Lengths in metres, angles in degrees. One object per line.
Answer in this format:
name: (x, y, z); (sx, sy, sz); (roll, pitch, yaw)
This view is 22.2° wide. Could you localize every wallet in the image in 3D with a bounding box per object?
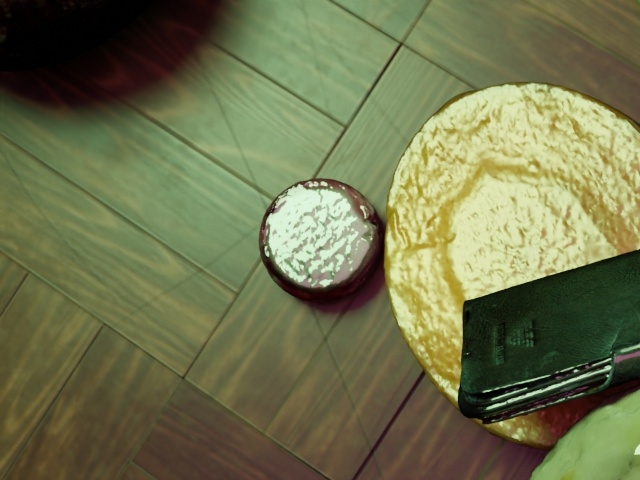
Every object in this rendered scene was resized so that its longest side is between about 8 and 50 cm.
wallet: (0.244, 0.039, 1.121); (0.318, 0.172, 0.045); (-17, 107, 14)

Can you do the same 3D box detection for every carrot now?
carrot: (0.182, 0.017, 1.279); (0.258, 0.100, 0.307); (-31, 70, 8)

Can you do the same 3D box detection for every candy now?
candy: (0.000, 0.000, 1.334); (0.103, 0.043, 0.103); (-2, 82, 11)

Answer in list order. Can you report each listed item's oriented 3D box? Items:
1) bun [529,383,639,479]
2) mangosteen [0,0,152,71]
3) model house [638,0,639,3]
bun: (0.310, 0.220, 1.132); (0.365, 0.219, 0.365); (2, 114, 4)
mangosteen: (-0.253, -0.287, 1.317); (0.296, 0.313, 0.297); (-3, 121, -5)
model house: (0.347, -0.234, 1.162); (0.242, 0.313, 0.358); (-26, 77, 5)
